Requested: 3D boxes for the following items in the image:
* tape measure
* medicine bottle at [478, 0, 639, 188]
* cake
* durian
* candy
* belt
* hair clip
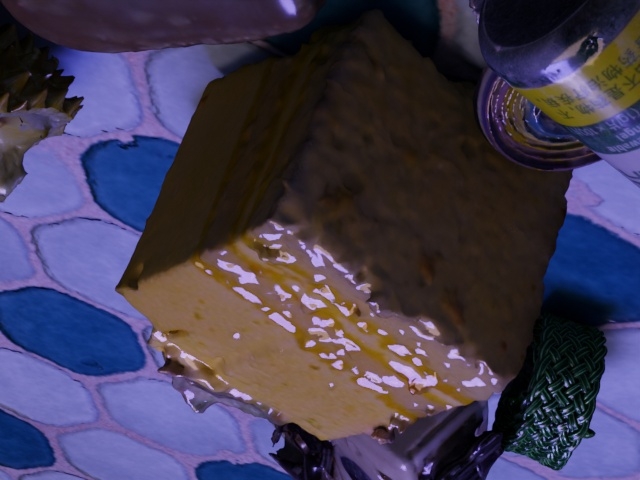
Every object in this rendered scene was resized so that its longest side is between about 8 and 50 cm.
[{"bbox_3d":[0.042,0.159,1.646,0.271,0.133,0.231,37,159,29],"label":"tape measure"},{"bbox_3d":[0.243,-0.086,1.204,0.293,0.141,0.141,34,147,-28],"label":"medicine bottle"},{"bbox_3d":[0.000,0.000,1.406,0.222,0.227,0.286,37,144,-23],"label":"cake"},{"bbox_3d":[-0.286,-0.092,1.471,0.172,0.166,0.306,32,158,-19],"label":"durian"},{"bbox_3d":[-0.097,-0.187,1.264,0.234,0.104,0.102,-5,139,34],"label":"candy"},{"bbox_3d":[0.198,0.130,1.626,0.079,0.121,0.151,18,156,-5],"label":"belt"},{"bbox_3d":[0.156,-0.104,1.304,0.116,0.049,0.172,-26,127,20],"label":"hair clip"}]
